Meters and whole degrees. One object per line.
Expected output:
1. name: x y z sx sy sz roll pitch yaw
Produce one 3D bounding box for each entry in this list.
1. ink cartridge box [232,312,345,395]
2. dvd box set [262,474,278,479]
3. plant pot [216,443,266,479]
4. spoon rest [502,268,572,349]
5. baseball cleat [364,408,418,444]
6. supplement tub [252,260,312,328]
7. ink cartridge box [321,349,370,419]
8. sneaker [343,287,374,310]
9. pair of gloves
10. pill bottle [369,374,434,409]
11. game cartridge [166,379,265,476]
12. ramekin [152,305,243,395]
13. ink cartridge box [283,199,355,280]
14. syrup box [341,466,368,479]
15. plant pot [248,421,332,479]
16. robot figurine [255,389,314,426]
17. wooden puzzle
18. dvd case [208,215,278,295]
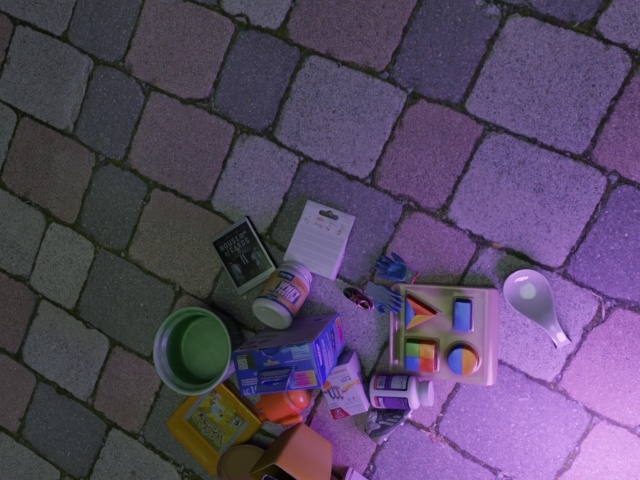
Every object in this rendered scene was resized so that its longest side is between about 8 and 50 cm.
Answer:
1. ink cartridge box: -0.097 0.364 1.523 0.270 0.395 0.151 -11 92 16
2. dvd box set: -0.071 0.974 1.629 0.308 0.062 0.420 18 133 14
3. plant pot: -0.267 0.852 1.775 0.237 0.032 0.236 1 105 4
4. spoon rest: 0.674 0.213 1.463 0.137 0.084 0.276 -36 86 15
5. baseball cleat: 0.230 0.601 1.624 0.109 0.072 0.206 43 100 15
6. supplement tub: -0.124 0.181 1.602 0.145 0.199 0.144 19 142 15
7. ink cartridge box: 0.081 0.486 1.621 0.128 0.127 0.176 -22 92 17
8. sneaker: 0.127 0.201 1.625 0.119 0.057 0.047 30 104 12
9. pair of gloves: 0.226 0.144 1.578 0.159 0.023 0.198 29 95 37
10. pill bottle: 0.269 0.500 1.572 0.194 0.108 0.108 -5 93 24
11. game cartridge: -0.406 0.694 1.815 0.285 0.053 0.323 42 102 8
12. ramekin: -0.429 0.390 1.718 0.304 0.148 0.303 -2 81 15
13. ink cartridge box: 0.000 0.000 1.655 0.189 0.066 0.232 21 82 13
14. syrup box: 0.168 0.912 1.654 0.237 0.096 0.093 33 102 9
15. plant pot: -0.079 0.754 1.626 0.212 0.187 0.212 39 134 -5
16. robot figurine: -0.123 0.563 1.687 0.219 0.158 0.128 -35 107 15
17. wooden puzzle: 0.396 0.305 1.548 0.348 0.080 0.321 1 95 15
18. dvd case: -0.278 0.056 1.737 0.179 0.029 0.238 -31 87 15
